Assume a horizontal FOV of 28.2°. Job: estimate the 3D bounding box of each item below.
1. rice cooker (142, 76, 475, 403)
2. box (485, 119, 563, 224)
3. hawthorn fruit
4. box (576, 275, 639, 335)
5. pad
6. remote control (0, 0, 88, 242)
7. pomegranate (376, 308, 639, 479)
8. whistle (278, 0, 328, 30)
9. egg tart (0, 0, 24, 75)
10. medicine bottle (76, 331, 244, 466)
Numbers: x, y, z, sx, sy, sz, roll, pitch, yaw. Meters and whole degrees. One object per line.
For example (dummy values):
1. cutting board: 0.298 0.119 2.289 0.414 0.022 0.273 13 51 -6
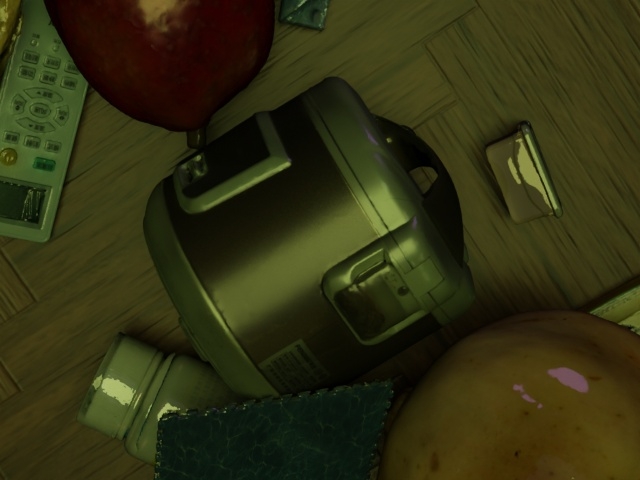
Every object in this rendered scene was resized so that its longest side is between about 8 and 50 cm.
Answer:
1. rice cooker: 0.000 0.000 1.439 0.325 0.335 0.335 -31 96 6
2. box: 0.248 -0.079 1.560 0.062 0.089 0.122 -22 95 12
3. hawthorn fruit: -0.172 -0.249 1.459 0.265 0.265 0.307 -13 104 1
4. box: 0.425 0.192 1.610 0.153 0.041 0.279 -28 95 3
5. pad: -0.059 0.255 1.438 0.269 0.012 0.270 -8 138 -16
6. remote control: -0.350 -0.147 1.556 0.103 0.051 0.293 12 97 -27
7. pomegranate: 0.235 0.278 1.451 0.411 0.411 0.411 0 96 -1
8. whistle: 0.005 -0.409 1.532 0.062 0.062 0.304 11 96 -2
9. egg tart: -0.458 -0.277 1.490 0.294 0.123 0.294 0 91 20
10. medicine bottle: -0.156 0.219 1.556 0.258 0.143 0.143 27 95 -3
